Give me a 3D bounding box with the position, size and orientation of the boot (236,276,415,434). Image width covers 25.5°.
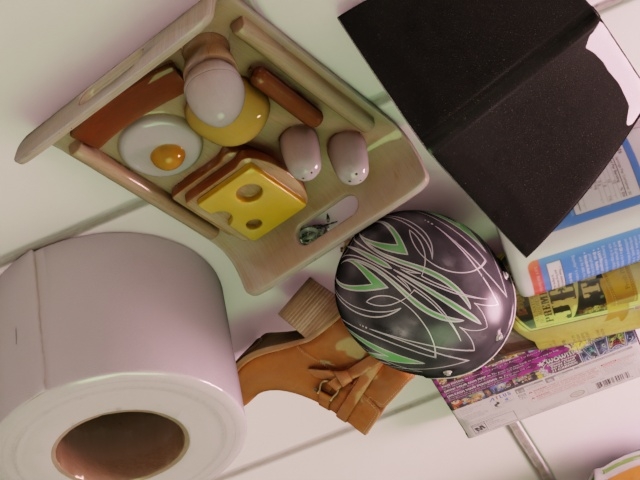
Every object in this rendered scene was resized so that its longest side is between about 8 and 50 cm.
[{"bbox_3d":[-0.008,0.150,1.471,0.152,0.073,0.197,41,123,2],"label":"boot"}]

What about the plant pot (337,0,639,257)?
[{"bbox_3d":[0.156,-0.133,1.163,0.167,0.187,0.188,-37,137,9],"label":"plant pot"}]

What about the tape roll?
[{"bbox_3d":[-0.203,0.133,1.379,0.246,0.169,0.246,-8,142,-7],"label":"tape roll"}]

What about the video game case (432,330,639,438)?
[{"bbox_3d":[0.242,0.127,1.601,0.232,0.041,0.210,-22,141,10],"label":"video game case"}]

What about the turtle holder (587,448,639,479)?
[{"bbox_3d":[0.452,0.373,1.843,0.228,0.243,0.320,11,-176,5],"label":"turtle holder"}]

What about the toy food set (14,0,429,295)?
[{"bbox_3d":[-0.078,-0.067,1.233,0.220,0.092,0.306,-34,137,23],"label":"toy food set"}]

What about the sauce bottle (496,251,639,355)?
[{"bbox_3d":[0.226,0.060,1.453,0.344,0.111,0.111,-15,142,12],"label":"sauce bottle"}]

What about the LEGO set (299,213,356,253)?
[{"bbox_3d":[0.002,-0.001,1.390,0.083,0.023,0.054,3,138,-20],"label":"LEGO set"}]

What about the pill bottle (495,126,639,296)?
[{"bbox_3d":[0.277,-0.035,1.350,0.222,0.124,0.124,-18,141,6],"label":"pill bottle"}]

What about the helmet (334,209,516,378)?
[{"bbox_3d":[0.097,0.050,1.344,0.169,0.169,0.161,-10,180,-4],"label":"helmet"}]
